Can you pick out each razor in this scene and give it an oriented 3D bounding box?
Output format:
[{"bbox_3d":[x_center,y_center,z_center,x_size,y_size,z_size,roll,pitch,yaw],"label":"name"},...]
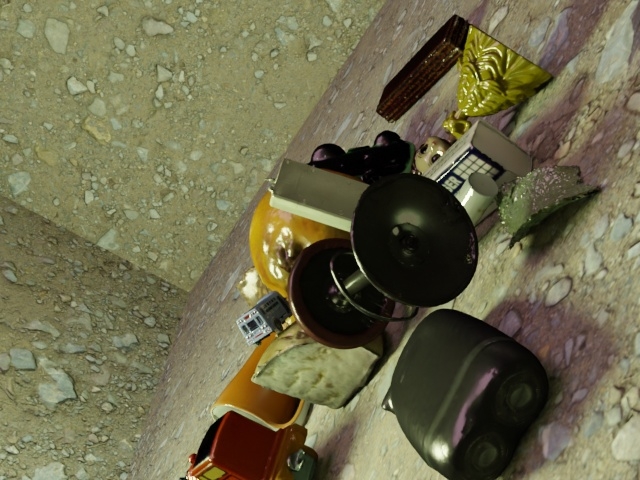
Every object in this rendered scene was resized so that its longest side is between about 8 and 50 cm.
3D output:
[{"bbox_3d":[0.187,0.207,1.260,0.204,0.113,0.349,-62,13,0],"label":"razor"}]

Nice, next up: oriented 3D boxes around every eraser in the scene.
[{"bbox_3d":[0.246,-0.087,1.620,0.287,0.130,0.086,-47,17,48],"label":"eraser"}]

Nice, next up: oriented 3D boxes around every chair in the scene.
[{"bbox_3d":[0.083,0.058,1.562,0.227,0.226,0.401,-67,11,-25],"label":"chair"}]

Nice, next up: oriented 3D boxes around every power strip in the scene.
[{"bbox_3d":[0.063,-0.070,1.784,0.043,0.367,0.106,112,175,-56],"label":"power strip"}]

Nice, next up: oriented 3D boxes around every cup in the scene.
[{"bbox_3d":[-0.106,0.342,2.032,0.226,0.182,0.264,-1,47,37],"label":"cup"}]

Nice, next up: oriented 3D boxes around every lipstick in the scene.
[{"bbox_3d":[0.230,-0.013,1.572,0.264,0.059,0.059,117,172,-46],"label":"lipstick"}]

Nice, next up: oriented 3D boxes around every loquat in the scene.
[{"bbox_3d":[0.000,0.000,1.942,0.328,0.328,0.328,-56,14,22],"label":"loquat"}]

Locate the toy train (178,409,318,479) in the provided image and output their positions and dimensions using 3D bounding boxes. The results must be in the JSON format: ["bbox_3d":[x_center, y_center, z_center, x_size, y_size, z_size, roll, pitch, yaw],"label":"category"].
[{"bbox_3d":[-0.146,0.459,1.734,0.369,0.231,0.163,-45,18,47],"label":"toy train"}]

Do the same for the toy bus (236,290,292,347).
[{"bbox_3d":[-0.104,0.153,1.812,0.073,0.076,0.167,-35,1,20],"label":"toy bus"}]

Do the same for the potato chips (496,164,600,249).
[{"bbox_3d":[0.336,-0.058,1.383,0.167,0.059,0.228,-51,10,14],"label":"potato chips"}]

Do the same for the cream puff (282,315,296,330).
[{"bbox_3d":[-0.056,0.215,2.179,0.119,0.104,0.133,41,113,44],"label":"cream puff"}]

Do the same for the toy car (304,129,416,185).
[{"bbox_3d":[0.068,-0.129,2.164,0.358,0.176,0.213,-11,32,19],"label":"toy car"}]

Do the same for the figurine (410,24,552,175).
[{"bbox_3d":[0.279,-0.230,1.712,0.315,0.187,0.168,-59,-19,17],"label":"figurine"}]

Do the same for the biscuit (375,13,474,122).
[{"bbox_3d":[0.273,-0.454,2.406,0.388,0.073,0.107,-42,21,56],"label":"biscuit"}]

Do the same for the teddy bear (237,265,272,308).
[{"bbox_3d":[-0.088,0.138,2.413,0.296,0.222,0.246,17,111,46],"label":"teddy bear"}]

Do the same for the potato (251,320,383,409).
[{"bbox_3d":[0.000,0.185,1.804,0.264,0.211,0.189,-83,17,-61],"label":"potato"}]
